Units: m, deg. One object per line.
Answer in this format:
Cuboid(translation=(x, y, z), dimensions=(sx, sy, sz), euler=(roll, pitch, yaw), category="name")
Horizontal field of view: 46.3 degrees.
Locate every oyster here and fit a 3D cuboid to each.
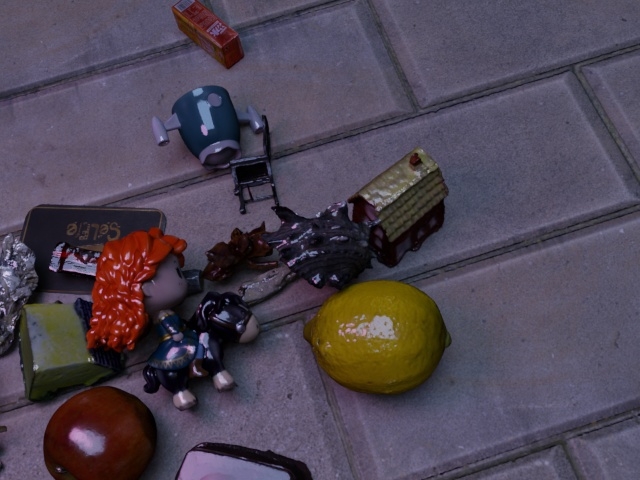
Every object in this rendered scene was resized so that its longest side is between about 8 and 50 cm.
Cuboid(translation=(-0.743, 0.140, 1.768), dimensions=(0.252, 0.087, 0.199), euler=(-48, 56, 16), category="oyster")

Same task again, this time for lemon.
Cuboid(translation=(0.117, 0.205, 1.596), dimensions=(0.319, 0.245, 0.245), euler=(-1, 64, 11), category="lemon")

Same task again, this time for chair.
Cuboid(translation=(-0.171, -0.197, 1.895), dimensions=(0.113, 0.106, 0.229), euler=(-11, 62, -3), category="chair")

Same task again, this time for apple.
Cuboid(translation=(-0.453, 0.420, 1.563), dimensions=(0.230, 0.230, 0.230), euler=(-2, 64, 4), category="apple")

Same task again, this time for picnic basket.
Cuboid(translation=(-0.166, 0.521, 1.529), dimensions=(0.296, 0.129, 0.222), euler=(10, 64, 9), category="picnic basket")

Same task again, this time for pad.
Cuboid(translation=(-0.581, -0.020, 1.866), dimensions=(0.375, 0.063, 0.315), euler=(2, 64, 5), category="pad")

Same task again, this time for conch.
Cuboid(translation=(-0.010, 0.008, 1.616), dimensions=(0.240, 0.313, 0.186), euler=(4, 87, 30), category="conch")

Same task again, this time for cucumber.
Cuboid(translation=(-0.332, 0.104, 1.788), dimensions=(0.112, 0.064, 0.064), euler=(-15, 64, -5), category="cucumber")

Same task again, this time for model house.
Cuboid(translation=(0.177, -0.092, 1.732), dimensions=(0.196, 0.254, 0.160), euler=(-37, 63, -14), category="model house")
Cuboid(translation=(-0.571, 0.242, 1.717), dimensions=(0.211, 0.170, 0.194), euler=(-5, 52, -29), category="model house")

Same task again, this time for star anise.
Cuboid(translation=(-0.195, 0.029, 1.759), dimensions=(0.196, 0.212, 0.111), euler=(-22, 104, -34), category="star anise")

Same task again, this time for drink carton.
Cuboid(translation=(-0.315, -0.586, 2.102), dimensions=(0.071, 0.096, 0.223), euler=(-42, 67, -15), category="drink carton")

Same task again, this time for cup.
Cuboid(translation=(-0.279, -0.279, 1.915), dimensions=(0.299, 0.167, 0.173), euler=(-13, 70, -30), category="cup")

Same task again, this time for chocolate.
Cuboid(translation=(-0.561, 0.054, 1.808), dimensions=(0.182, 0.028, 0.086), euler=(15, 68, -3), category="chocolate")

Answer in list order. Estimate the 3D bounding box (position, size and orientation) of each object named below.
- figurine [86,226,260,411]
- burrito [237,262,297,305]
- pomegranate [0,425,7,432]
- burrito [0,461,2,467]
Cuboid(translation=(-0.328, 0.171, 1.640), dimensions=(0.411, 0.241, 0.306), euler=(37, 94, 1), category="figurine")
Cuboid(translation=(-0.105, 0.085, 1.778), dimensions=(0.229, 0.058, 0.063), euler=(-34, 71, -9), category="burrito")
Cuboid(translation=(-0.847, 0.354, 1.580), dimensions=(0.323, 0.291, 0.291), euler=(27, 69, 28), category="pomegranate")
Cuboid(translation=(-0.756, 0.528, 1.624), dimensions=(0.149, 0.041, 0.055), euler=(-45, 55, -12), category="burrito")
